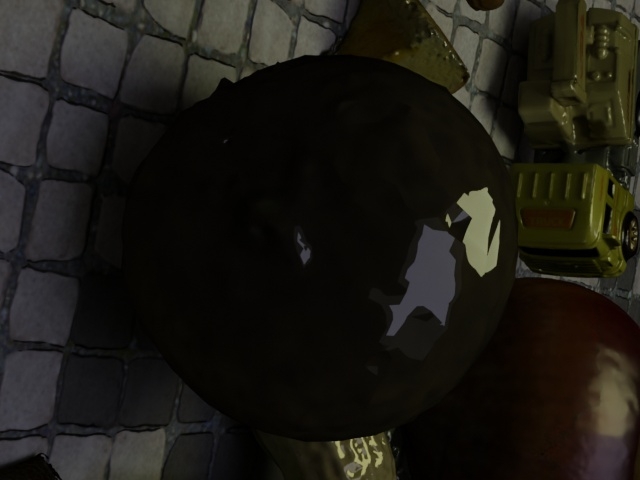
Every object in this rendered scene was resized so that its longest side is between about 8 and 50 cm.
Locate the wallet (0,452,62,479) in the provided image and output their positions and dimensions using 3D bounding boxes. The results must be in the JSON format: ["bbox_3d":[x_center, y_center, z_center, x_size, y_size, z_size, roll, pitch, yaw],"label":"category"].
[{"bbox_3d":[-0.313,0.276,1.005,0.243,0.133,0.039,-13,141,-51],"label":"wallet"}]

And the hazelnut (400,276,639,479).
[{"bbox_3d":[0.286,0.252,1.597,0.359,0.359,0.409,53,44,-44],"label":"hazelnut"}]

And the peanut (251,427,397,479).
[{"bbox_3d":[0.002,0.238,1.345,0.152,0.152,0.313,-25,93,-47],"label":"peanut"}]

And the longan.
[{"bbox_3d":[0.000,0.000,1.118,0.391,0.391,0.391,-17,112,-50],"label":"longan"}]

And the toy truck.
[{"bbox_3d":[0.385,-0.158,1.714,0.254,0.181,0.405,27,69,-55],"label":"toy truck"}]

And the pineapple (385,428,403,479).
[{"bbox_3d":[0.057,0.367,1.467,0.175,0.175,0.361,16,84,-53],"label":"pineapple"}]

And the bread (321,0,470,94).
[{"bbox_3d":[0.071,-0.235,1.427,0.160,0.169,0.140,-36,140,12],"label":"bread"}]

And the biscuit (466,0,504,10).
[{"bbox_3d":[0.145,-0.496,1.348,0.394,0.076,0.368,-79,151,-44],"label":"biscuit"}]
